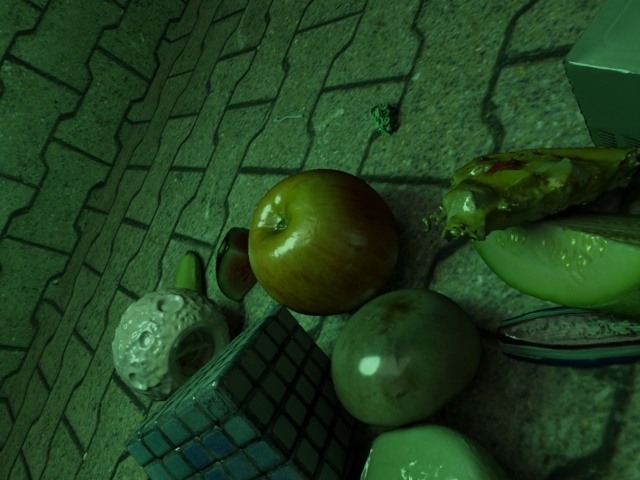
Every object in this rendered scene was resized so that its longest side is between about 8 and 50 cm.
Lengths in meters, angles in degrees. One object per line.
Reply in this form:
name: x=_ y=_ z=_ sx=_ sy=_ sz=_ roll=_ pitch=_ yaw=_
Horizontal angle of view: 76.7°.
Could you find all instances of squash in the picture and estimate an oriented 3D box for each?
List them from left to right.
squash: x=-0.384 y=0.108 z=1.171 sx=0.094 sy=0.094 sz=0.224 roll=-36 pitch=43 yaw=25
squash: x=0.289 y=0.021 z=0.533 sx=0.289 sy=0.203 sz=0.111 roll=11 pitch=110 yaw=42

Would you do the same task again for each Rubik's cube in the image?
Rubik's cube: x=-0.103 y=0.286 z=0.644 sx=0.237 sy=0.238 sz=0.237 roll=-41 pitch=92 yaw=22

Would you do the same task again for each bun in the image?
bun: x=0.143 y=0.374 z=0.488 sx=0.283 sy=0.179 sz=0.283 roll=-45 pitch=26 yaw=29

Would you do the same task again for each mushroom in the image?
mushroom: x=0.126 y=0.173 z=0.596 sx=0.226 sy=0.178 sz=0.226 roll=-40 pitch=9 yaw=8

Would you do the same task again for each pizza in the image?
pizza: x=0.254 y=-0.070 z=0.543 sx=0.280 sy=0.288 sz=0.075 roll=1 pitch=114 yaw=45

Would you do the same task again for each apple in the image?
apple: x=0.000 y=0.000 z=0.749 sx=0.286 sy=0.233 sz=0.286 roll=-21 pitch=57 yaw=36

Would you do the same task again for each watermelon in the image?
watermelon: x=-0.209 y=0.037 z=1.019 sx=0.145 sy=0.137 sz=0.193 roll=-124 pitch=28 yaw=-42

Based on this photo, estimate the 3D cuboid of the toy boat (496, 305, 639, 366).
toy boat: x=0.342 y=0.117 z=0.512 sx=0.229 sy=0.046 sz=0.080 roll=-13 pitch=59 yaw=41

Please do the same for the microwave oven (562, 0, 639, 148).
microwave oven: x=0.499 y=-0.252 z=0.422 sx=0.355 sy=0.218 sz=0.286 roll=-57 pitch=42 yaw=6

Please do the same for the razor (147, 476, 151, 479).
razor: x=-0.304 y=0.529 z=0.856 sx=0.204 sy=0.113 sz=0.349 roll=21 pitch=87 yaw=47

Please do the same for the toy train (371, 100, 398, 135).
toy train: x=0.140 y=-0.268 z=0.896 sx=0.053 sy=0.033 sz=0.083 roll=-24 pitch=56 yaw=39

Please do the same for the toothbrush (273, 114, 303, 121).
toothbrush: x=-0.094 y=-0.354 z=1.172 sx=0.131 sy=0.011 sz=0.013 roll=11 pitch=99 yaw=45

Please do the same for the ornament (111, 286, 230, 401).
ornament: x=-0.347 y=0.238 z=0.943 sx=0.225 sy=0.259 sz=0.259 roll=7 pitch=75 yaw=39
